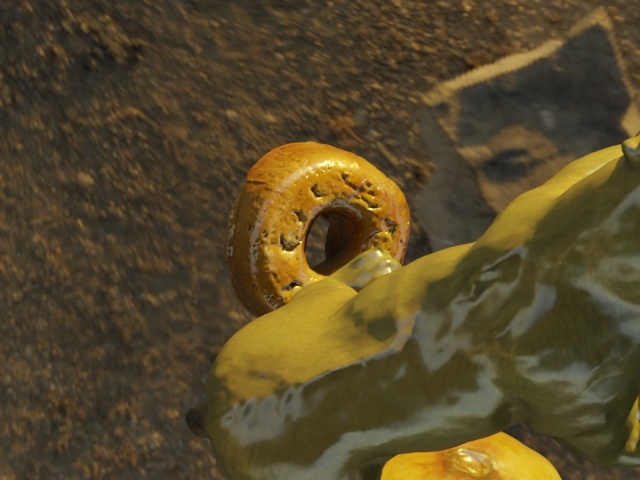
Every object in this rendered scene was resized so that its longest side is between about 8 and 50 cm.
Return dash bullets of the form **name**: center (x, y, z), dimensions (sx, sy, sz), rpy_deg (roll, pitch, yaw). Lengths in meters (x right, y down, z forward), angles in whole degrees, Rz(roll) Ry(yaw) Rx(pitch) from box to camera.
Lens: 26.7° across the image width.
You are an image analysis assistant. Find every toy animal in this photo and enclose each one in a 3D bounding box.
- **toy animal**: center (0.046, 0.024, 0.384), dimensions (0.219, 0.103, 0.101), rpy_deg (-27, 158, 30)

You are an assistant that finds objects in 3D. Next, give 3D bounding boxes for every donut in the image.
- **donut**: center (-0.002, 0.001, 1.530), dimensions (0.227, 0.114, 0.226), rpy_deg (-4, 99, -25)

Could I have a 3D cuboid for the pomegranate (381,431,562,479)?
- **pomegranate**: center (0.089, 0.269, 1.105), dimensions (0.260, 0.260, 0.260), rpy_deg (-4, 107, -15)
